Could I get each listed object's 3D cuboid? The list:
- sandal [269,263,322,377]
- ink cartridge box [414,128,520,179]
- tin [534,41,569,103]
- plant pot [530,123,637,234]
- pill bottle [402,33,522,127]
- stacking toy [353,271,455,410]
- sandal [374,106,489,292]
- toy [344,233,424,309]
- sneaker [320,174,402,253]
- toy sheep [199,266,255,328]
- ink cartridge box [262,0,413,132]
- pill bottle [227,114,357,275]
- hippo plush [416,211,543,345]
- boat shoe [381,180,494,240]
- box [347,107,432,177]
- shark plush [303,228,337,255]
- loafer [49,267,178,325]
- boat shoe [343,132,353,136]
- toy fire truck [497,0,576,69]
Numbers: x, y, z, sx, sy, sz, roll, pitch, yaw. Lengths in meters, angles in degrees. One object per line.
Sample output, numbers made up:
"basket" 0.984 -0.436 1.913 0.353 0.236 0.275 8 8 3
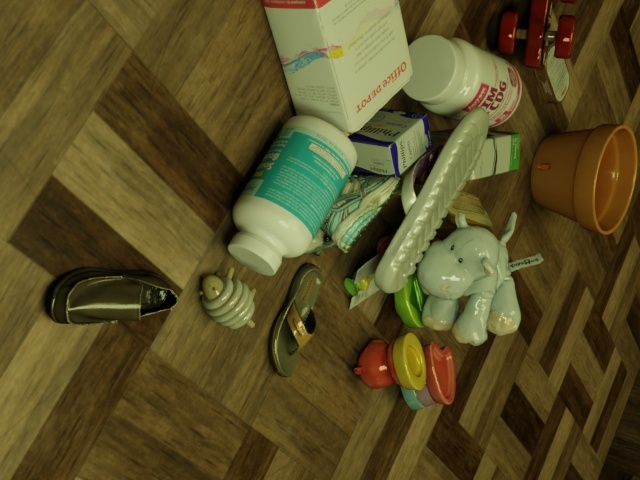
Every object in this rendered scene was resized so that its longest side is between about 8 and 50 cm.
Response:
"sandal" -0.034 0.152 1.757 0.090 0.060 0.219 36 71 -51
"ink cartridge box" 0.323 -0.193 2.047 0.208 0.153 0.087 -16 112 -51
"tin" 0.609 -0.438 2.448 0.106 0.040 0.190 -57 139 -18
"plant pot" 0.698 -0.174 2.504 0.290 0.203 0.291 -19 115 -49
"pill bottle" 0.293 -0.334 1.958 0.283 0.160 0.161 5 97 -53
"stacking toy" 0.184 0.228 2.075 0.309 0.130 0.280 39 43 -53
"sandal" 0.200 -0.096 1.831 0.416 0.102 0.169 -60 159 -9
"toy" 0.138 0.033 1.940 0.237 0.056 0.137 -37 153 -30
"sneaker" 0.065 -0.090 1.776 0.110 0.122 0.283 -53 178 30
"toy sheep" -0.151 0.103 1.570 0.132 0.091 0.091 44 64 -29
"ink cartridge box" 0.031 -0.376 1.625 0.226 0.131 0.306 -45 135 -36
"pill bottle" -0.054 -0.073 1.591 0.264 0.146 0.146 -60 140 -22
"hippo plush" 0.324 0.079 1.922 0.294 0.234 0.236 -30 160 6
"boat shoe" 0.243 -0.075 2.027 0.341 0.121 0.110 18 51 -45
"box" 0.126 -0.192 1.808 0.137 0.126 0.072 -43 133 -38
"shark plush" 0.000 0.000 1.787 0.067 0.073 0.161 -58 162 16
"loafer" -0.297 0.082 1.374 0.220 0.078 0.080 -10 108 -51
"boat shoe" 0.061 -0.238 1.764 0.170 0.059 0.063 -55 138 -27
"toy fire truck" 0.523 -0.558 2.220 0.254 0.169 0.302 -42 136 -71
